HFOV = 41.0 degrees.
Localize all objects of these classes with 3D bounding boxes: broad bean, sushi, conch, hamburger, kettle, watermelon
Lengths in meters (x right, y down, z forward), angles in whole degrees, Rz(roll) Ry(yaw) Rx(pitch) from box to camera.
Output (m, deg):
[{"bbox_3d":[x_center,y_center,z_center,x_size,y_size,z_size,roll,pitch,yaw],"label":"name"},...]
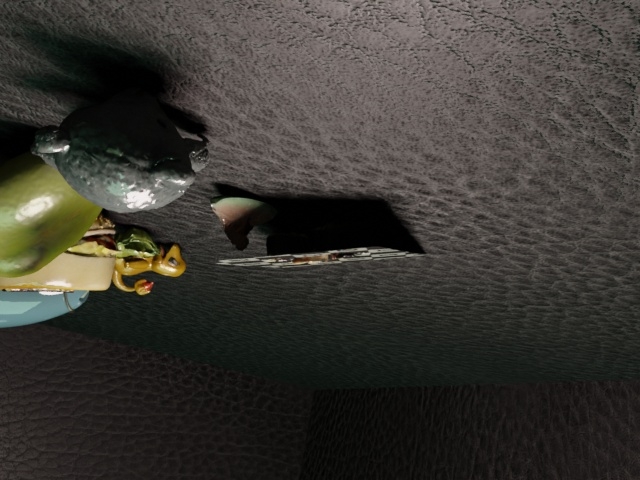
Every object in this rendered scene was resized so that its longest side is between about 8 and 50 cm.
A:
[{"bbox_3d":[-0.478,-0.046,1.423,0.238,0.119,0.291,-2,145,-50],"label":"broad bean"},{"bbox_3d":[0.000,0.000,1.545,0.319,0.069,0.339,-5,175,21],"label":"sushi"},{"bbox_3d":[-0.395,0.010,1.807,0.121,0.074,0.089,19,173,-15],"label":"conch"},{"bbox_3d":[-0.544,0.016,1.694,0.300,0.176,0.300,0,179,0],"label":"hamburger"},{"bbox_3d":[-0.694,0.058,1.935,0.341,0.247,0.320,1,137,2],"label":"kettle"},{"bbox_3d":[-0.137,-0.046,1.498,0.101,0.080,0.155,-11,143,26],"label":"watermelon"}]

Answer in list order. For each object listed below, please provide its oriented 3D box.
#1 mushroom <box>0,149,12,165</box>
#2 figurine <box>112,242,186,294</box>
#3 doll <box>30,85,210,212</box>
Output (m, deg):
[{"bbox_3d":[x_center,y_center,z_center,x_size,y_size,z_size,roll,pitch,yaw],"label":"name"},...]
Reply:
[{"bbox_3d":[-0.569,-0.105,1.491,0.118,0.103,0.270,5,168,15],"label":"mushroom"},{"bbox_3d":[-0.387,0.062,1.898,0.176,0.122,0.121,3,-163,0],"label":"figurine"},{"bbox_3d":[-0.274,-0.138,1.179,0.245,0.158,0.340,7,-167,-9],"label":"doll"}]
